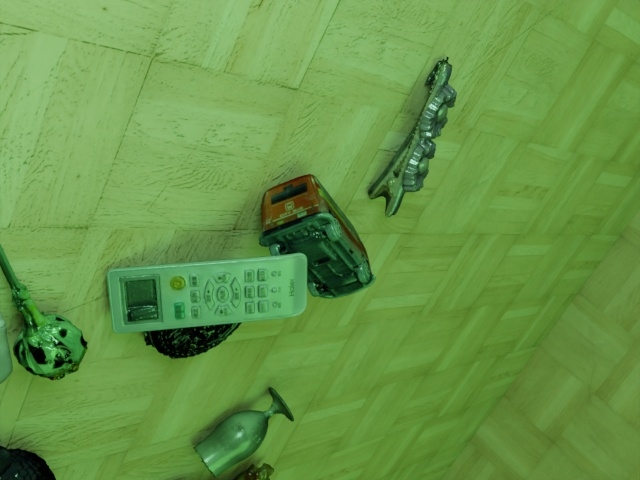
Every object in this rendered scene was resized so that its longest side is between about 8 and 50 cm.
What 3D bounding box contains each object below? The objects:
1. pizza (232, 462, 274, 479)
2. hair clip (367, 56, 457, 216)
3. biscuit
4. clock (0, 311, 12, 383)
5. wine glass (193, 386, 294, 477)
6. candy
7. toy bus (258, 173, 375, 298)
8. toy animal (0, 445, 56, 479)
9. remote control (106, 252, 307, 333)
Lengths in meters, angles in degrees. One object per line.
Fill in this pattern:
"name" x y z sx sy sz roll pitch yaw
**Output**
"pizza" -0.243 0.655 1.580 0.440 0.130 0.406 -33 -162 43
"hair clip" 0.172 -0.178 1.250 0.106 0.084 0.292 -22 139 -61
"biscuit" -0.197 0.116 1.164 0.194 0.053 0.195 -28 142 -25
"clock" -0.450 0.128 0.867 0.117 0.080 0.176 -22 139 -34
"wine glass" -0.160 0.398 1.475 0.202 0.093 0.093 -33 145 -19
"candy" -0.374 0.065 0.901 0.091 0.083 0.306 -3 130 2
"toy bus" 0.000 0.000 1.182 0.121 0.120 0.265 -20 147 15
"toy animal" -0.485 0.404 1.087 0.185 0.122 0.298 -47 139 -6
"remote control" -0.163 0.074 1.064 0.293 0.051 0.103 -5 112 -15
